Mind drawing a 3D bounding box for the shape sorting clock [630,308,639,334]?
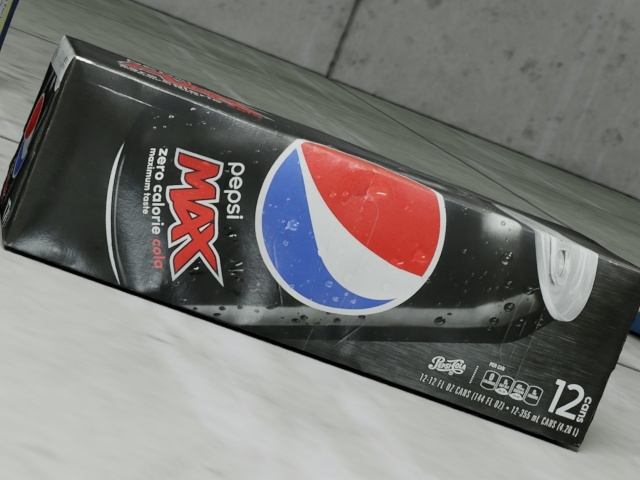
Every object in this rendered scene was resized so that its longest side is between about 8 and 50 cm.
[{"bbox_3d":[0.210,0.043,0.915,0.206,0.040,0.206,22,7,-3],"label":"shape sorting clock"}]

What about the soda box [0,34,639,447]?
[{"bbox_3d":[0.000,0.000,0.532,0.169,0.053,0.060,20,7,-14],"label":"soda box"}]

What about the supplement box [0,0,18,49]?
[{"bbox_3d":[-0.173,-0.103,0.774,0.083,0.056,0.083,24,7,13],"label":"supplement box"}]
